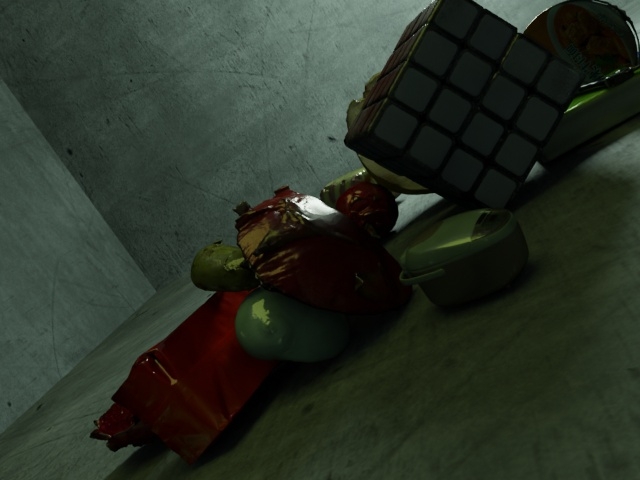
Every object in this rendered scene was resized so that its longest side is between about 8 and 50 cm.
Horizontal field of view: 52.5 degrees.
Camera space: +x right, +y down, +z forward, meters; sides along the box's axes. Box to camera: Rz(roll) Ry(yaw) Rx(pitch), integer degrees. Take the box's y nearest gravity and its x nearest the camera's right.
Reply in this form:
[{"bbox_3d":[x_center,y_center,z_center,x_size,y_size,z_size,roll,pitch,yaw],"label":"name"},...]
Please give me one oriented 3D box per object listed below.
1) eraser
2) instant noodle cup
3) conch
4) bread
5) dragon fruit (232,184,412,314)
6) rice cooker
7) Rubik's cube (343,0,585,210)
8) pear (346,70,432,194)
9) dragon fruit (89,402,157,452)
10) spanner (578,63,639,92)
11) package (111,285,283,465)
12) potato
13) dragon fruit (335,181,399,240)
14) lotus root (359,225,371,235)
[{"bbox_3d":[0.598,-0.288,1.480,0.274,0.092,0.210,-30,9,13],"label":"eraser"},{"bbox_3d":[0.648,-0.460,1.672,0.297,0.296,0.214,-30,2,21],"label":"instant noodle cup"},{"bbox_3d":[-0.043,0.144,1.164,0.221,0.184,0.121,-14,-33,-36],"label":"conch"},{"bbox_3d":[0.137,-0.162,2.178,0.187,0.155,0.338,-28,5,-18],"label":"bread"},{"bbox_3d":[0.001,0.015,1.152,0.282,0.344,0.100,-37,-22,-50],"label":"dragon fruit"},{"bbox_3d":[0.225,0.027,1.025,0.206,0.127,0.145,-30,9,41],"label":"rice cooker"},{"bbox_3d":[0.288,-0.280,1.409,0.343,0.337,0.344,-61,7,5],"label":"Rubik's cube"},{"bbox_3d":[0.266,-0.275,1.748,0.340,0.387,0.191,-52,-12,-3],"label":"pear"},{"bbox_3d":[-0.319,0.341,1.297,0.274,0.126,0.161,-45,21,-9],"label":"dragon fruit"},{"bbox_3d":[0.592,-0.344,1.465,0.087,0.024,0.316,-32,9,-16],"label":"spanner"},{"bbox_3d":[-0.176,0.207,1.212,0.123,0.196,0.423,-53,-6,38],"label":"package"},{"bbox_3d":[-0.169,0.053,1.194,0.188,0.085,0.105,2,44,42],"label":"potato"},{"bbox_3d":[0.122,-0.073,1.746,0.172,0.172,0.209,-31,9,17],"label":"dragon fruit"},{"bbox_3d":[0.034,0.048,1.371,0.160,0.152,0.275,-50,-18,23],"label":"lotus root"}]
